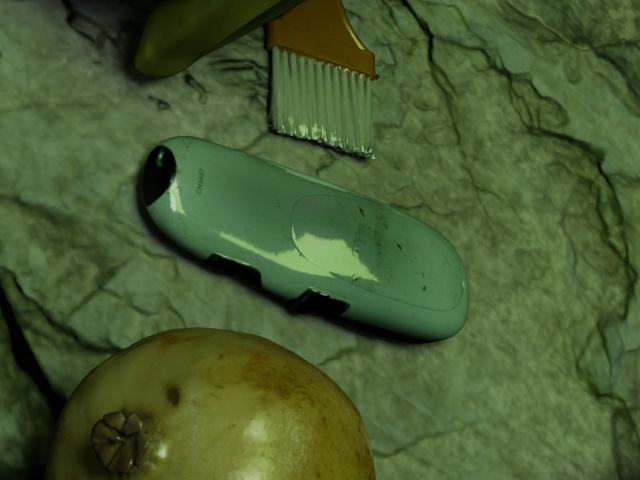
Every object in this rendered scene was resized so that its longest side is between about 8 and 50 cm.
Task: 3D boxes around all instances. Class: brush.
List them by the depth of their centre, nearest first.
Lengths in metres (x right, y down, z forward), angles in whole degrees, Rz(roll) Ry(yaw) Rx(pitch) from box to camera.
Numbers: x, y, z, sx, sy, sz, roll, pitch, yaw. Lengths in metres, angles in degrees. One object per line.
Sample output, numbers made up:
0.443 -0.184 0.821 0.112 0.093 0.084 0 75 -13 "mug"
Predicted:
0.000 -0.205 1.332 0.090 0.017 0.314 16 59 -31 "brush"

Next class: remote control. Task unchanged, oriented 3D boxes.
-0.002 0.001 1.210 0.256 0.045 0.097 19 58 -27 "remote control"

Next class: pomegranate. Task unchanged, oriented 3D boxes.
-0.063 0.134 1.009 0.196 0.196 0.196 17 59 -31 "pomegranate"

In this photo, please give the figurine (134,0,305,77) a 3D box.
-0.055 -0.338 1.180 0.377 0.266 0.361 60 34 -6 "figurine"
